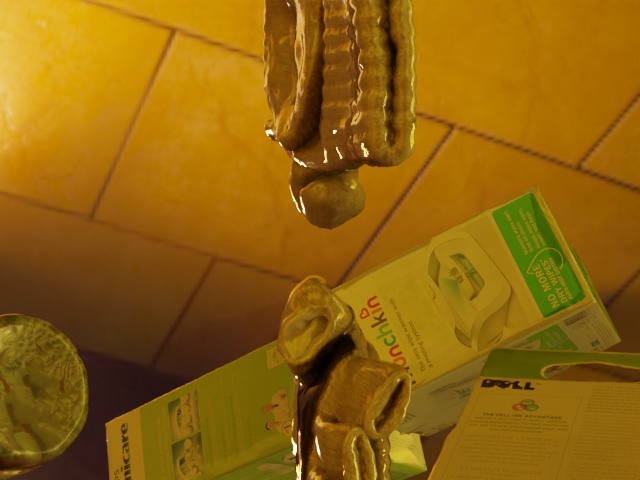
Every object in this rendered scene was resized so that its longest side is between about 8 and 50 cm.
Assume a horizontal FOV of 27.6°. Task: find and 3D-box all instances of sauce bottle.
[{"bbox_3d":[-0.305,0.144,0.989,0.111,0.111,0.344,32,146,-30],"label":"sauce bottle"}]

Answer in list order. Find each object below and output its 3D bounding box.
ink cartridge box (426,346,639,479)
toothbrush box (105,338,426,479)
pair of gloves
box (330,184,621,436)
[{"bbox_3d":[0.188,0.178,0.937,0.188,0.255,0.097,0,114,21],"label":"ink cartridge box"},{"bbox_3d":[-0.062,0.224,1.416,0.283,0.122,0.206,-30,146,32],"label":"toothbrush box"},{"bbox_3d":[0.000,0.000,0.507,0.042,0.204,0.240,-1,103,-7],"label":"pair of gloves"},{"bbox_3d":[0.149,0.082,1.246,0.231,0.127,0.262,-28,162,11],"label":"box"}]
